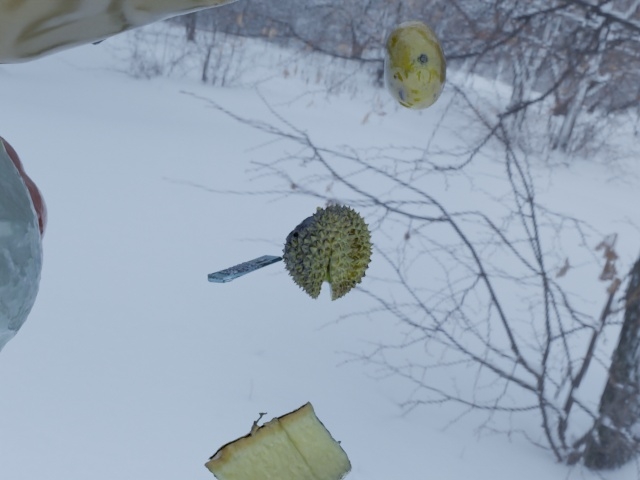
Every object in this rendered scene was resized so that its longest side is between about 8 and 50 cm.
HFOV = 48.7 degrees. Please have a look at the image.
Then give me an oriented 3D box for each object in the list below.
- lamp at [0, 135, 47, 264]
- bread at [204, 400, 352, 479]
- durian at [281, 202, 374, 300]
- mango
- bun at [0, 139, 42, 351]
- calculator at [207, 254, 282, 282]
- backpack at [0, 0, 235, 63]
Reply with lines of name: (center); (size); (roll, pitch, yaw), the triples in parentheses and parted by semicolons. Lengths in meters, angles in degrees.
lamp: (-0.491, -0.013, 0.870); (0.305, 0.305, 0.239); (9, 5, -12)
bread: (-0.087, 0.518, 1.662); (0.248, 0.279, 0.315); (54, -10, 12)
durian: (0.000, 0.000, 1.517); (0.138, 0.193, 0.237); (33, 27, -42)
mango: (0.118, -0.223, 0.886); (0.076, 0.103, 0.161); (-6, 27, 10)
bun: (-0.383, -0.002, 0.487); (0.362, 0.361, 0.211); (2, -3, -30)
calculator: (-0.155, 0.057, 1.447); (0.057, 0.018, 0.172); (7, 18, 41)
backpack: (-0.160, -0.233, 0.360); (0.354, 0.201, 0.378); (-14, -15, 18)
